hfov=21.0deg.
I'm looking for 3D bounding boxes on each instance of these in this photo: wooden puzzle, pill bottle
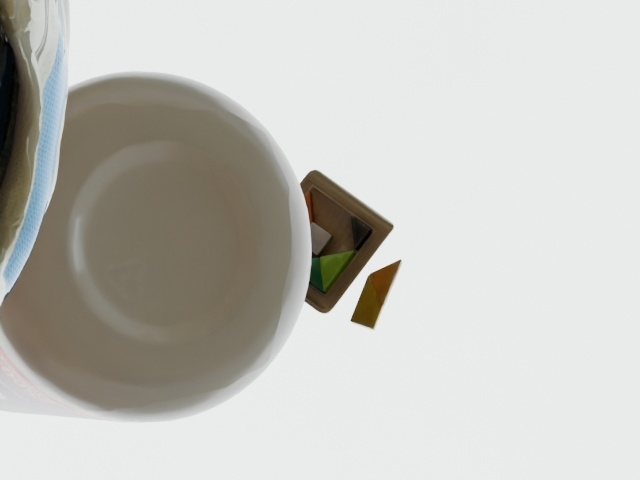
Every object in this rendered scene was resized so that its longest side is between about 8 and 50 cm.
[{"bbox_3d":[0.000,0.000,1.066,0.116,0.014,0.078,29,-100,19],"label":"wooden puzzle"},{"bbox_3d":[-0.147,0.012,1.000,0.181,0.323,0.181,2,-95,-26],"label":"pill bottle"}]

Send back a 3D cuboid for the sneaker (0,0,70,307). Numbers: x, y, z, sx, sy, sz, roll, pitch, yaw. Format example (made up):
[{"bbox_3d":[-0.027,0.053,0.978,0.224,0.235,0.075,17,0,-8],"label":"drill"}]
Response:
[{"bbox_3d":[-0.093,-0.086,0.390,0.085,0.086,0.237,-8,-67,-22],"label":"sneaker"}]
